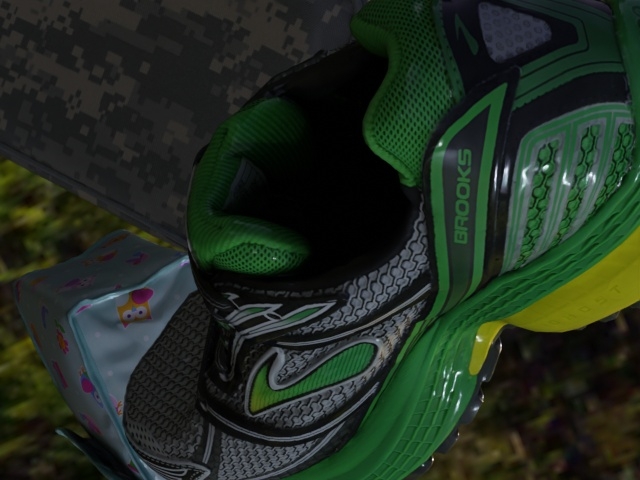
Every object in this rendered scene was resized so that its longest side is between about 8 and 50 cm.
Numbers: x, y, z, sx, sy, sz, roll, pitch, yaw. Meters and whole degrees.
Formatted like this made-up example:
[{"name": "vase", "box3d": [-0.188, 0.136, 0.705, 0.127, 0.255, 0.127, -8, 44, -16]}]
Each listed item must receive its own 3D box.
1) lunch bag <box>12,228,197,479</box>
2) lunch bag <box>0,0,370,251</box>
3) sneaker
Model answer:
[{"name": "lunch bag", "box3d": [-0.161, 0.140, 1.734, 0.160, 0.223, 0.262, -25, 106, -18]}, {"name": "lunch bag", "box3d": [-0.078, -0.130, 1.220, 0.305, 0.212, 0.256, 26, 16, 14]}, {"name": "sneaker", "box3d": [0.000, 0.000, 0.699, 0.146, 0.343, 0.134, 9, 58, -26]}]
